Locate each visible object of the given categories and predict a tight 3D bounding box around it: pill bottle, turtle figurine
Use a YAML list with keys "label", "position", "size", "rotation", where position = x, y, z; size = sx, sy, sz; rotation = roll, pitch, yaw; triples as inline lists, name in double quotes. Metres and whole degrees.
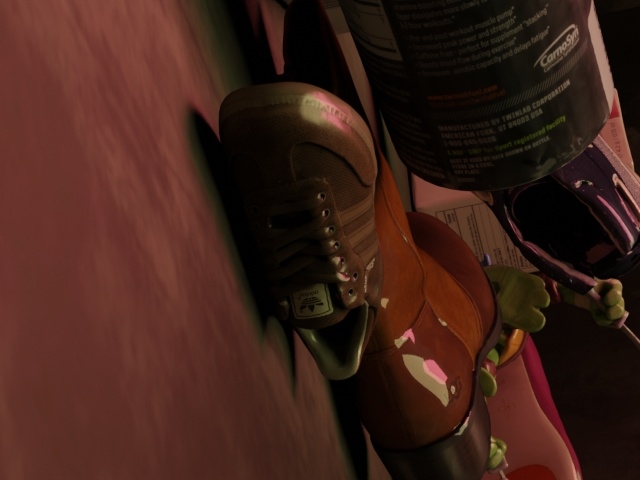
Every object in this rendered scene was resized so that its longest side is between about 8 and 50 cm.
- label: "pill bottle"
  position: [0.067, -0.153, 0.819]
  size: [0.130, 0.130, 0.246]
  rotation: [-92, 163, -47]
- label: "turtle figurine"
  position: [0.203, 0.118, 1.467]
  size: [0.275, 0.197, 0.266]
  rotation: [68, 14, 11]

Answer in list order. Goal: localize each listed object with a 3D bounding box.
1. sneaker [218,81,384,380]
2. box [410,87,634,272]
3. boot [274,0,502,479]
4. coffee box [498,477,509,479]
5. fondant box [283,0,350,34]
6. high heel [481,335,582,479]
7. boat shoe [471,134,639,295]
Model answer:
- label: "sneaker"
  position: [0.000, 0.000, 0.734]
  size: [0.188, 0.066, 0.071]
  rotation: [64, 18, -59]
- label: "box"
  position: [0.221, -0.056, 1.713]
  size: [0.149, 0.232, 0.127]
  rotation: [70, 12, -48]
- label: "boot"
  position: [0.024, -0.020, 0.971]
  size: [0.264, 0.096, 0.280]
  rotation: [-77, 149, -53]
- label: "coffee box"
  position: [0.124, 0.283, 0.943]
  size: [0.141, 0.098, 0.246]
  rotation: [44, 23, -23]
- label: "fondant box"
  position: [-0.002, -0.313, 1.018]
  size: [0.238, 0.096, 0.330]
  rotation: [6, 75, -82]
- label: "high heel"
  position: [0.226, 0.235, 1.710]
  size: [0.181, 0.127, 0.377]
  rotation: [47, 29, -56]
- label: "boat shoe"
  position: [0.163, -0.094, 1.401]
  size: [0.340, 0.127, 0.158]
  rotation: [42, 20, 5]
